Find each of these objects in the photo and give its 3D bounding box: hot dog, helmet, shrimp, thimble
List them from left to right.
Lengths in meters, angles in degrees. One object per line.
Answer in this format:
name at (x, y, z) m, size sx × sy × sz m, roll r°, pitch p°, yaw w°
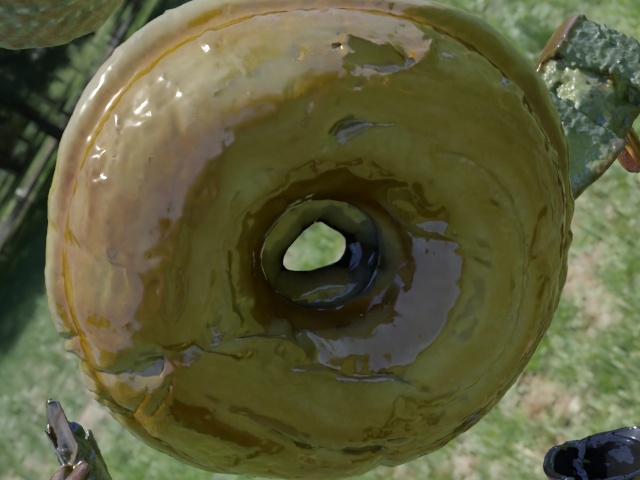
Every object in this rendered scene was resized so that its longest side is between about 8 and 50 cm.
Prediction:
thimble at (-0.305, -0.304, 1.386) m, size 0.148 × 0.229 × 0.196 m, roll 101°, pitch 172°, yaw -51°
shrimp at (-0.313, 0.352, 1.722) m, size 0.077 × 0.168 × 0.317 m, roll -28°, pitch 76°, yaw 40°
helmet at (0.195, 0.162, 0.933) m, size 0.084 × 0.049 × 0.065 m, roll -14°, pitch 20°, yaw 7°
hot dog at (0.397, -0.139, 1.827) m, size 0.037 × 0.122 × 0.049 m, roll -41°, pitch 10°, yaw -26°

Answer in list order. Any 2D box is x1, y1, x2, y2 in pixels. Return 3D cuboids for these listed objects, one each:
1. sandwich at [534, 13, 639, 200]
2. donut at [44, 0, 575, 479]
sandwich at (0.269, -0.122, 1.529) m, size 0.235 × 0.122 × 0.128 m, roll -60°, pitch 4°, yaw -11°
donut at (0.000, 0.000, 1.119) m, size 0.449 × 0.449 × 0.198 m, roll -58°, pitch 21°, yaw 7°
